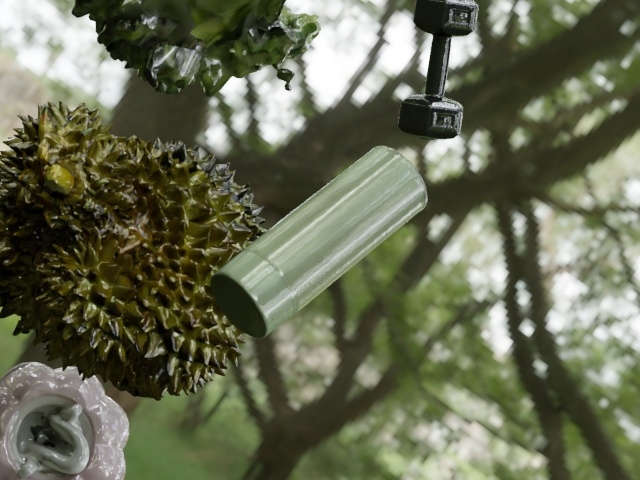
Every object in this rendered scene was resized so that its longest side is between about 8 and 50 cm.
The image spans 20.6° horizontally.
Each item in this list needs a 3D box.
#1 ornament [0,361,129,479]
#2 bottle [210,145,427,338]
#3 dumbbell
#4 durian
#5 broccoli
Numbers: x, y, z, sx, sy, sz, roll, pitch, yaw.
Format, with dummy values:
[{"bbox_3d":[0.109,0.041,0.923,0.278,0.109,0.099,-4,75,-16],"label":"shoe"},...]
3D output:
[{"bbox_3d":[-0.284,0.211,1.821,0.177,0.177,0.177,35,-10,7],"label":"ornament"},{"bbox_3d":[0.000,0.000,1.519,0.072,0.201,0.072,37,-31,27],"label":"bottle"},{"bbox_3d":[0.067,-0.098,0.997,0.040,0.083,0.036,14,10,36],"label":"dumbbell"},{"bbox_3d":[-0.183,0.007,1.588,0.293,0.258,0.258,37,-9,-22],"label":"durian"},{"bbox_3d":[-0.091,-0.313,1.919,0.293,0.348,0.281,51,-16,-30],"label":"broccoli"}]
